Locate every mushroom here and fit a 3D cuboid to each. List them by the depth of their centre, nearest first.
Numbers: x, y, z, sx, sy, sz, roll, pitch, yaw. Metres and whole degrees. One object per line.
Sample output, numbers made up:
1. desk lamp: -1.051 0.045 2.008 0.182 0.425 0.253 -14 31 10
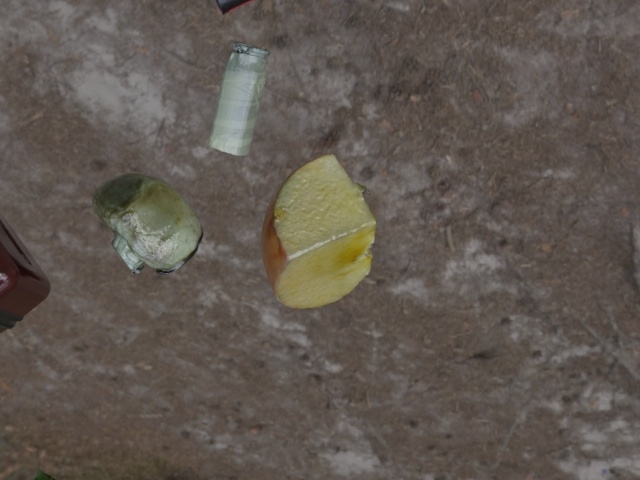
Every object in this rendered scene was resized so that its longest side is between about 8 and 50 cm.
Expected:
1. mushroom: -0.386 -0.060 1.487 0.189 0.267 0.164 -32 137 -11

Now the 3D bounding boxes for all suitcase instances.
1. suitcase: -0.602 0.011 1.120 0.297 0.161 0.236 51 169 5

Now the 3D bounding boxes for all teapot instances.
1. teapot: -0.144 -0.268 1.280 0.077 0.107 0.201 20 109 12

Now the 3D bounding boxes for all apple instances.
1. apple: 0.000 0.000 1.482 0.252 0.314 0.309 18 153 2

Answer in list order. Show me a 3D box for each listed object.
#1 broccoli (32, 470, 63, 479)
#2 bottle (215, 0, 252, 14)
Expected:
1. broccoli: -0.255 0.356 0.626 0.307 0.275 0.308 -2 137 -1
2. bottle: -0.072 -0.368 0.929 0.164 0.060 0.060 -25 125 -1
